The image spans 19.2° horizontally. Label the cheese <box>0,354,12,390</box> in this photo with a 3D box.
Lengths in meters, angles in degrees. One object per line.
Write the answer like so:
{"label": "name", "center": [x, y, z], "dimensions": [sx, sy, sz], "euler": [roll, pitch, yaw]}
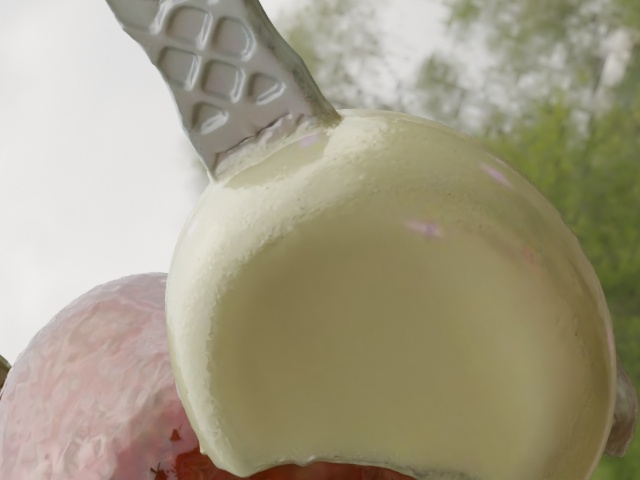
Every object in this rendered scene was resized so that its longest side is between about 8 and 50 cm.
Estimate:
{"label": "cheese", "center": [-0.230, 0.158, 1.016], "dimensions": [0.235, 0.117, 0.218], "euler": [-71, -17, -59]}

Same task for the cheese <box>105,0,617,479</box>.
{"label": "cheese", "center": [0.017, -0.010, 0.676], "dimensions": [0.071, 0.163, 0.249], "euler": [-81, -17, -66]}

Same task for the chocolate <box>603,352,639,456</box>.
{"label": "chocolate", "center": [0.131, 0.062, 1.385], "dimensions": [0.080, 0.254, 0.157], "euler": [-58, 26, 4]}

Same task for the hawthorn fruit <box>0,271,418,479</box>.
{"label": "hawthorn fruit", "center": [-0.057, 0.163, 0.886], "dimensions": [0.300, 0.254, 0.254], "euler": [-62, -11, 12]}
